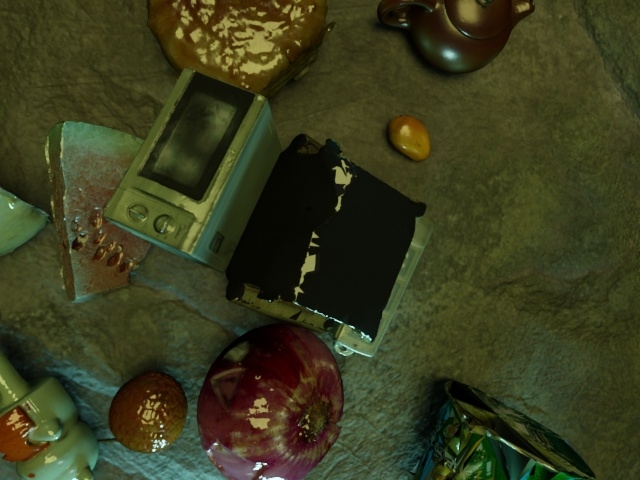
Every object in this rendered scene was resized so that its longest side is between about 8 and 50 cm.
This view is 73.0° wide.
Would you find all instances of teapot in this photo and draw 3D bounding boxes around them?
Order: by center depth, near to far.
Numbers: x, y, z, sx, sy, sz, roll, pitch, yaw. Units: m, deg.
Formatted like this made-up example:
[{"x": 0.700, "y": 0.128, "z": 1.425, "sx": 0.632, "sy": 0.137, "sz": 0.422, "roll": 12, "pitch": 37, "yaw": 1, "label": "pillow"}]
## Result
[{"x": 0.213, "y": -0.366, "z": 0.681, "sx": 0.252, "sy": 0.135, "sz": 0.178, "roll": -4, "pitch": 88, "yaw": -15, "label": "teapot"}]

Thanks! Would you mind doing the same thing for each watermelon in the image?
[{"x": -0.296, "y": -0.026, "z": 0.589, "sx": 0.154, "sy": 0.094, "sz": 0.241, "roll": 9, "pitch": 94, "yaw": -42, "label": "watermelon"}]

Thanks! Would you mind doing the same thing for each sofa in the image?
[{"x": 0.000, "y": 0.000, "z": 0.637, "sx": 0.200, "sy": 0.182, "sz": 0.258, "roll": 26, "pitch": 82, "yaw": -29, "label": "sofa"}]

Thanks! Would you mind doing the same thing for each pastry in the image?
[{"x": -0.114, "y": -0.316, "z": 0.605, "sx": 0.236, "sy": 0.121, "sz": 0.257, "roll": 44, "pitch": 89, "yaw": -8, "label": "pastry"}]

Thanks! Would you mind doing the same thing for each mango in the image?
[{"x": 0.149, "y": -0.167, "z": 0.714, "sx": 0.060, "sy": 0.046, "sz": 0.089, "roll": -46, "pitch": 113, "yaw": -7, "label": "mango"}]

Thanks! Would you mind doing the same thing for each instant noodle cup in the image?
[{"x": 0.259, "y": 0.358, "z": 0.668, "sx": 0.240, "sy": 0.240, "sz": 0.178, "roll": 24, "pitch": 93, "yaw": -13, "label": "instant noodle cup"}]

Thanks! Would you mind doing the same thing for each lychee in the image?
[{"x": -0.240, "y": 0.238, "z": 0.599, "sx": 0.114, "sy": 0.140, "sz": 0.101, "roll": 26, "pitch": 47, "yaw": 6, "label": "lychee"}]

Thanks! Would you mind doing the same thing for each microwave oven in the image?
[{"x": -0.153, "y": -0.082, "z": 0.554, "sx": 0.129, "sy": 0.163, "sz": 0.205, "roll": 23, "pitch": 78, "yaw": 5, "label": "microwave oven"}]

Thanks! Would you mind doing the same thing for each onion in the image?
[{"x": -0.067, "y": 0.207, "z": 0.587, "sx": 0.207, "sy": 0.200, "sz": 0.201, "roll": -23, "pitch": 96, "yaw": -15, "label": "onion"}]

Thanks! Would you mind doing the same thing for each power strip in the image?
[{"x": 0.097, "y": 0.064, "z": 0.699, "sx": 0.078, "sy": 0.052, "sz": 0.272, "roll": 28, "pitch": 84, "yaw": -14, "label": "power strip"}]

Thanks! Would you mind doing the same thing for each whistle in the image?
[{"x": -0.368, "y": 0.233, "z": 0.556, "sx": 0.101, "sy": 0.106, "sz": 0.253, "roll": -23, "pitch": 103, "yaw": 11, "label": "whistle"}]

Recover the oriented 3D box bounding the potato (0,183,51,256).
[{"x": -0.497, "y": -0.006, "z": 0.478, "sx": 0.211, "sy": 0.189, "sz": 0.264, "roll": 42, "pitch": 81, "yaw": -11, "label": "potato"}]
